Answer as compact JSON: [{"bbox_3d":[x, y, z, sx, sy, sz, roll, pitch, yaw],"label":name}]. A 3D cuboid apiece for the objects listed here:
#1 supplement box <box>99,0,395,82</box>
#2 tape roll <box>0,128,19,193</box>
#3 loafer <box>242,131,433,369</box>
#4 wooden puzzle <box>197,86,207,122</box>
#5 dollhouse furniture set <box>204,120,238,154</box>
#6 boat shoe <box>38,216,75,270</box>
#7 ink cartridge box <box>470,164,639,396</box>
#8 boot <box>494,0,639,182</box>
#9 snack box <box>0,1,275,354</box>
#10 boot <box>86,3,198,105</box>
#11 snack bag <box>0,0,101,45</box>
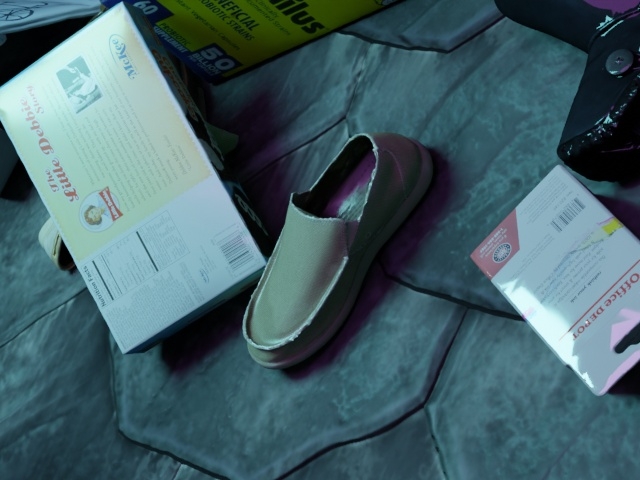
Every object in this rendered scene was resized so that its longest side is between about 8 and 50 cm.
[{"bbox_3d":[-0.041,-0.348,1.535,0.356,0.194,0.195,-20,55,31],"label":"supplement box"},{"bbox_3d":[-0.483,-0.136,1.767,0.219,0.219,0.072,19,80,44],"label":"tape roll"},{"bbox_3d":[0.000,0.000,1.379,0.102,0.092,0.268,32,89,45],"label":"loafer"},{"bbox_3d":[-0.163,-0.136,1.648,0.078,0.014,0.116,-19,55,27],"label":"wooden puzzle"},{"bbox_3d":[-0.165,-0.075,1.573,0.151,0.076,0.059,-31,47,37],"label":"dollhouse furniture set"},{"bbox_3d":[-0.266,-0.031,1.630,0.170,0.063,0.059,-53,52,35],"label":"boat shoe"},{"bbox_3d":[0.228,0.041,1.185,0.115,0.067,0.198,-46,44,10],"label":"ink cartridge box"},{"bbox_3d":[0.239,-0.160,1.267,0.246,0.094,0.207,6,67,35],"label":"boot"},{"bbox_3d":[-0.196,-0.065,1.487,0.187,0.060,0.322,-32,80,14],"label":"snack box"},{"bbox_3d":[-0.225,-0.254,1.685,0.112,0.115,0.305,-36,41,14],"label":"boot"},{"bbox_3d":[-0.490,-0.280,1.834,0.323,0.342,0.037,15,118,44],"label":"snack bag"}]
